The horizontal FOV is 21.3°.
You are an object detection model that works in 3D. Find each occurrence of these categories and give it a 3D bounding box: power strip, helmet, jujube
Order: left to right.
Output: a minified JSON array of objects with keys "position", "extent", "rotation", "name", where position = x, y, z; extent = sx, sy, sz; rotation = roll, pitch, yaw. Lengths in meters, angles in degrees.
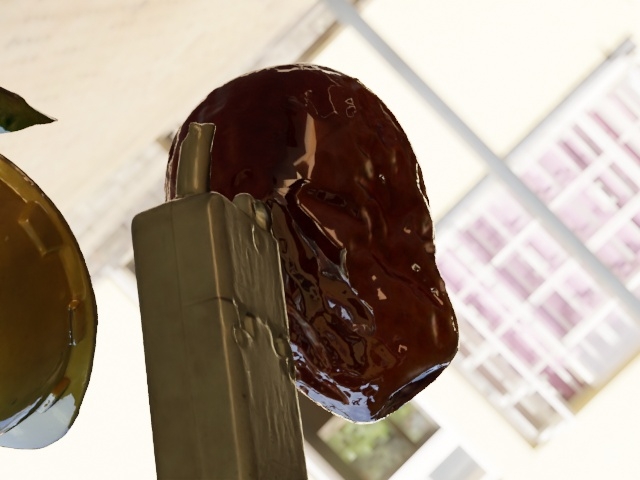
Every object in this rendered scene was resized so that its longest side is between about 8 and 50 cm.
[{"position":[-0.265,0.064,1.117],"extent":[0.140,0.205,0.257],"rotation":[-49,147,-54],"name":"helmet"},{"position":[-0.047,0.073,0.857],"extent":[0.053,0.288,0.093],"rotation":[-17,155,18],"name":"power strip"},{"position":[0.000,0.000,1.201],"extent":[0.190,0.255,0.190],"rotation":[-30,165,-9],"name":"jujube"}]

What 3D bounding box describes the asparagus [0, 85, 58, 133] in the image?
[{"position":[-0.237,-0.107,0.861],"extent":[0.027,0.236,0.034],"rotation":[-62,-155,-2],"name":"asparagus"}]
